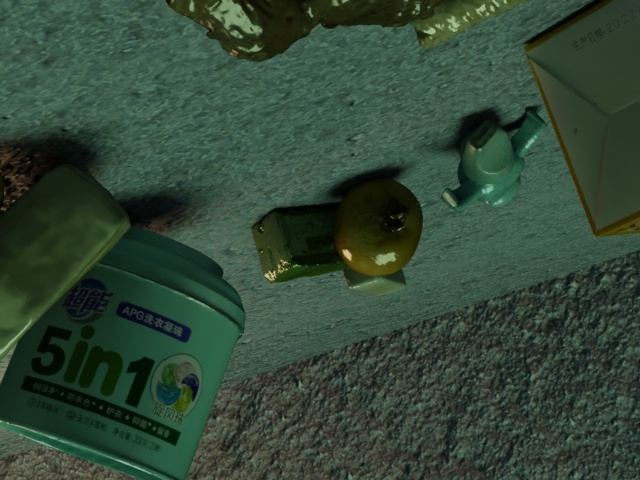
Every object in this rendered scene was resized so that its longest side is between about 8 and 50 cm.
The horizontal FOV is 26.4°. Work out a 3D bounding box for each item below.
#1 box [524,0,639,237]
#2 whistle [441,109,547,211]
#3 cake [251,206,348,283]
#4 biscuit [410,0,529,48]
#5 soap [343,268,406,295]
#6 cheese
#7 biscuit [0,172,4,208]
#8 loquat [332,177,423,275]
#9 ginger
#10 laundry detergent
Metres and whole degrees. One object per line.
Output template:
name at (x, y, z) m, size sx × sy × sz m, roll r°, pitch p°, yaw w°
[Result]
box at (0.444, -0.175, 1.625) m, size 0.214 × 0.259 × 0.283 m, roll -8°, pitch 165°, yaw -45°
whistle at (0.249, -0.116, 2.021) m, size 0.186 × 0.093 × 0.274 m, roll -44°, pitch 164°, yaw -2°
cake at (0.007, 0.002, 2.169) m, size 0.235 × 0.100 × 0.099 m, roll -6°, pitch 165°, yaw -40°
biscuit at (0.186, -0.258, 1.379) m, size 0.219 × 0.061 × 0.055 m, roll -20°, pitch -148°, yaw 23°
soap at (0.083, 0.027, 2.336) m, size 0.064 × 0.121 × 0.183 m, roll -20°, pitch 168°, yaw 16°
cheese at (-0.350, 0.048, 1.563) m, size 0.318 × 0.115 × 0.326 m, roll -46°, pitch -176°, yaw 11°
biscuit at (-0.446, -0.028, 1.447) m, size 0.274 × 0.091 × 0.213 m, roll -30°, pitch 161°, yaw 37°
loquat at (0.087, -0.021, 2.077) m, size 0.163 × 0.137 × 0.163 m, roll -59°, pitch -177°, yaw 6°
ginger at (-0.009, -0.216, 1.234) m, size 0.290 × 0.084 × 0.122 m, roll -8°, pitch 171°, yaw -33°
laundry detergent at (-0.267, 0.151, 1.868) m, size 0.287 × 0.305 × 0.287 m, roll 18°, pitch 166°, yaw 5°
